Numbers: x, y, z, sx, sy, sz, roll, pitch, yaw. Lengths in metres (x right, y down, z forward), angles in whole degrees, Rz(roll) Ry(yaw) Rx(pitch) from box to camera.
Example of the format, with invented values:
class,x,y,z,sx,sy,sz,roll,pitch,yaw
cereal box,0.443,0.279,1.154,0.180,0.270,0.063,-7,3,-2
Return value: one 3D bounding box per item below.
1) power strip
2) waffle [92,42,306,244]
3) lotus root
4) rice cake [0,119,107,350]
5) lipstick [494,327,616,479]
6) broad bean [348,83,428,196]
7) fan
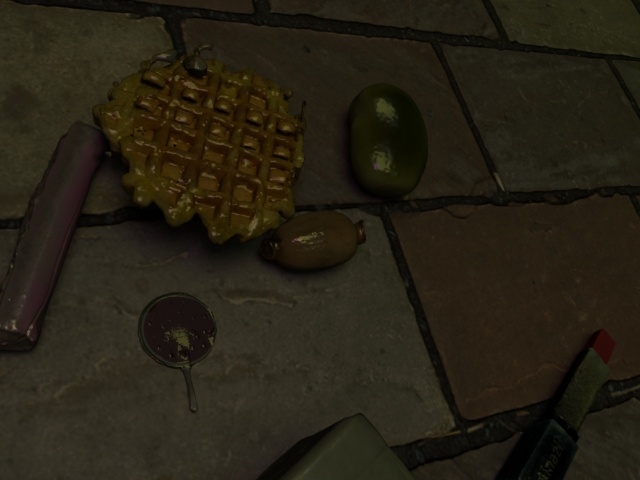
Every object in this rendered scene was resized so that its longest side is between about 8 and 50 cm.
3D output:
class,x,y,z,sx,sy,sz,roll,pitch,yaw
power strip,0.034,0.293,0.561,0.139,0.140,0.224,-34,82,-37
waffle,-0.122,-0.115,0.734,0.280,0.060,0.262,-26,75,-41
lotus root,0.000,0.000,0.758,0.150,0.062,0.073,-11,69,-29
rice cake,-0.277,-0.012,0.636,0.055,0.049,0.270,26,52,-28
lipstick,0.323,0.216,0.802,0.051,0.051,0.312,47,52,6
broad bean,0.094,-0.143,0.883,0.124,0.082,0.174,4,71,-24
fan,-0.145,0.116,0.655,0.085,0.005,0.133,-5,64,-29
